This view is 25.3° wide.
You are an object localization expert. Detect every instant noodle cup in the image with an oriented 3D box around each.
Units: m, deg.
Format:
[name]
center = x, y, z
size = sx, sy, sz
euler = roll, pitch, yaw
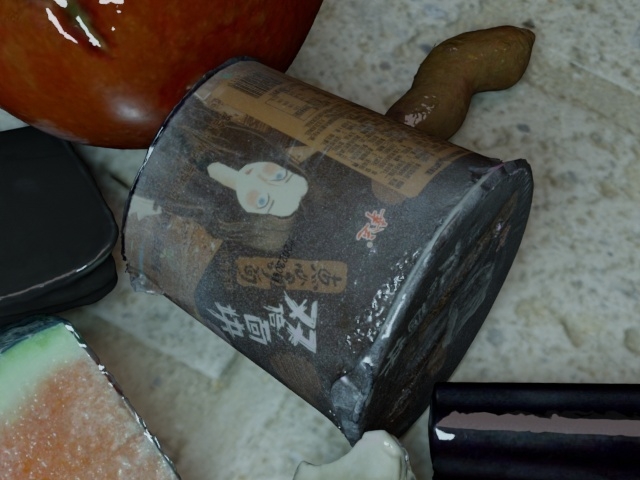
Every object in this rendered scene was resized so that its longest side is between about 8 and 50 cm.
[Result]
[instant noodle cup]
center = 0.000, 0.000, 0.934
size = 0.207, 0.217, 0.217
euler = 30, 54, 19

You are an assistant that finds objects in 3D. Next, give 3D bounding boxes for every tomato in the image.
[tomato]
center = -0.122, -0.150, 0.998
size = 0.309, 0.309, 0.170
euler = -5, 69, -14

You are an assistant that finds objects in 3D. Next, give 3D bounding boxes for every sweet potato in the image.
[sweet potato]
center = 0.099, -0.119, 1.127
size = 0.065, 0.051, 0.218
euler = 40, 57, 15

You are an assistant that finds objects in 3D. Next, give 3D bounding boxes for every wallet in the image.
[wallet]
center = -0.326, 0.018, 0.925
size = 0.377, 0.051, 0.197
euler = -16, 41, -19

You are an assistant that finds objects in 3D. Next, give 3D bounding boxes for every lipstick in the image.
[lipstick]
center = 0.278, 0.134, 0.931
size = 0.418, 0.077, 0.077
euler = 2, 54, 1

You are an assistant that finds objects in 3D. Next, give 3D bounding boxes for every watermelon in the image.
[watermelon]
center = -0.183, 0.179, 0.809
size = 0.226, 0.148, 0.318
euler = 15, 55, -10

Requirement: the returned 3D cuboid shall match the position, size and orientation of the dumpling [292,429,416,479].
[dumpling]
center = 0.018, 0.214, 0.833
size = 0.118, 0.136, 0.199
euler = 15, 67, -44
